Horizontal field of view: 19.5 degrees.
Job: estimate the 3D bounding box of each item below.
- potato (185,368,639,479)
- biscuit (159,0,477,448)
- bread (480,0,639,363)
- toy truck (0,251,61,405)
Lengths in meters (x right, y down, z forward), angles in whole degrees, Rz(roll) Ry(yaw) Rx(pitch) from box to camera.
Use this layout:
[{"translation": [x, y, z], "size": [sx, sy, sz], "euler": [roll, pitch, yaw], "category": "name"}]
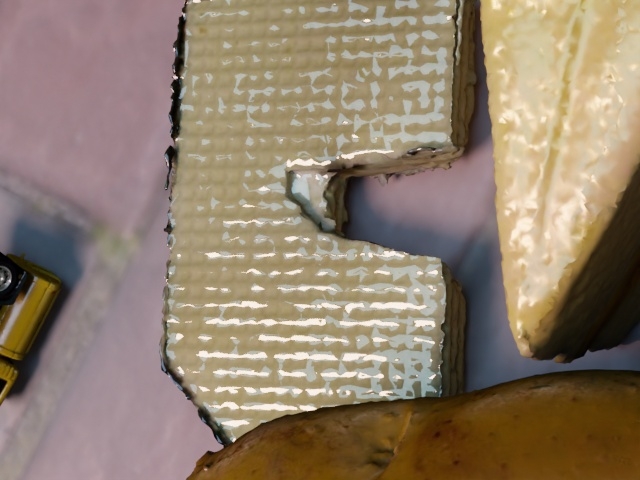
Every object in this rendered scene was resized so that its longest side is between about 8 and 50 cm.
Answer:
[{"translation": [0.105, 0.148, 0.722], "size": [0.369, 0.176, 0.195], "euler": [-8, 84, 16], "category": "potato"}, {"translation": [0.000, 0.000, 0.863], "size": [0.147, 0.046, 0.250], "euler": [-2, 79, 21], "category": "biscuit"}, {"translation": [0.161, -0.089, 0.737], "size": [0.163, 0.168, 0.264], "euler": [-6, 88, 25], "category": "bread"}, {"translation": [-0.169, 0.044, 0.924], "size": [0.049, 0.054, 0.083], "euler": [31, 93, 51], "category": "toy truck"}]
